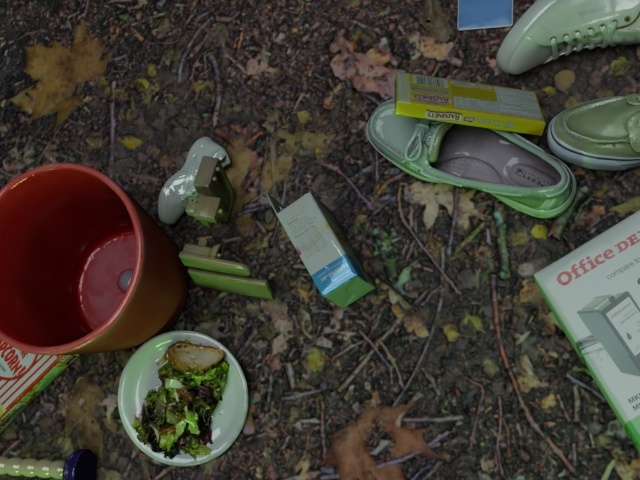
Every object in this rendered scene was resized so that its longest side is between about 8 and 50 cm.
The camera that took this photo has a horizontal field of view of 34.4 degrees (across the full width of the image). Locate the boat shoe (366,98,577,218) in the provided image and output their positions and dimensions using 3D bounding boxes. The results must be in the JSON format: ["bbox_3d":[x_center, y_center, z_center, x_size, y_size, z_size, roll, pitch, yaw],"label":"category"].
[{"bbox_3d":[0.206,-0.128,1.459,0.320,0.103,0.118,27,86,22],"label":"boat shoe"}]

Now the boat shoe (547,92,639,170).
[{"bbox_3d":[0.456,-0.163,1.383,0.302,0.094,0.109,-2,61,13],"label":"boat shoe"}]

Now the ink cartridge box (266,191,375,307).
[{"bbox_3d":[0.000,0.000,1.493,0.061,0.104,0.181,-33,70,7],"label":"ink cartridge box"}]

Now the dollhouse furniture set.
[{"bbox_3d":[-0.122,-0.017,1.531,0.123,0.144,0.151,10,66,15],"label":"dollhouse furniture set"}]

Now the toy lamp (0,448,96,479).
[{"bbox_3d":[-0.480,0.343,1.582,0.274,0.080,0.080,2,78,15],"label":"toy lamp"}]

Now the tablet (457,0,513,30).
[{"bbox_3d":[0.247,-0.342,1.550,0.083,0.006,0.054,-1,77,18],"label":"tablet"}]

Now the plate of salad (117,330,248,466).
[{"bbox_3d":[-0.205,0.233,1.517,0.199,0.048,0.200,0,88,8],"label":"plate of salad"}]

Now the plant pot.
[{"bbox_3d":[-0.328,0.046,1.513,0.274,0.243,0.275,-4,76,17],"label":"plant pot"}]

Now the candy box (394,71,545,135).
[{"bbox_3d":[0.206,-0.192,1.447,0.205,0.027,0.105,8,34,-1],"label":"candy box"}]

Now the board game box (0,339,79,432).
[{"bbox_3d":[-0.495,0.191,1.638,0.193,0.045,0.147,-45,69,3],"label":"board game box"}]

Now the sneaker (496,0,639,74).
[{"bbox_3d":[0.386,-0.306,1.442,0.290,0.106,0.123,-34,67,6],"label":"sneaker"}]

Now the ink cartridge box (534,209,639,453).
[{"bbox_3d":[0.435,0.118,1.317,0.211,0.121,0.289,-32,69,8],"label":"ink cartridge box"}]

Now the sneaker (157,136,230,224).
[{"bbox_3d":[-0.197,-0.087,1.599,0.061,0.053,0.152,31,88,34],"label":"sneaker"}]
